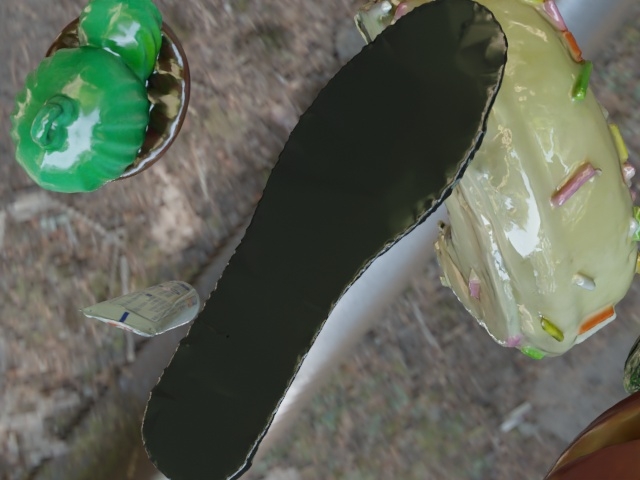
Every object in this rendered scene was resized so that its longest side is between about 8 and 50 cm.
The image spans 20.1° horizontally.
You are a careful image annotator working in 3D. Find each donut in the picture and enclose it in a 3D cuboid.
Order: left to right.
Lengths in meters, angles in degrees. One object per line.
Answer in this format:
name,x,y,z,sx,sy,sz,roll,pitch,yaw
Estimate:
donut,0.164,-0.065,1.565,0.150,0.307,0.371,-23,124,-5

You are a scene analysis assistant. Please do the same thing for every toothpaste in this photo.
toothpaste,-0.116,0.048,1.254,0.052,0.218,0.033,18,94,6

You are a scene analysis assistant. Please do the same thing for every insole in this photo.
insole,0.000,0.000,1.111,0.348,0.119,0.009,-58,149,1

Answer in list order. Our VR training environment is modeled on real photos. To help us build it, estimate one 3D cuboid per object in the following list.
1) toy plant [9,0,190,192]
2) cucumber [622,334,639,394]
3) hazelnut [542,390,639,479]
toy plant,-0.141,-0.099,1.193,0.105,0.200,0.143,27,99,4
cucumber,0.278,0.037,1.278,0.052,0.058,0.215,0,132,-43
hazelnut,0.189,0.181,0.813,0.217,0.251,0.217,7,124,10
